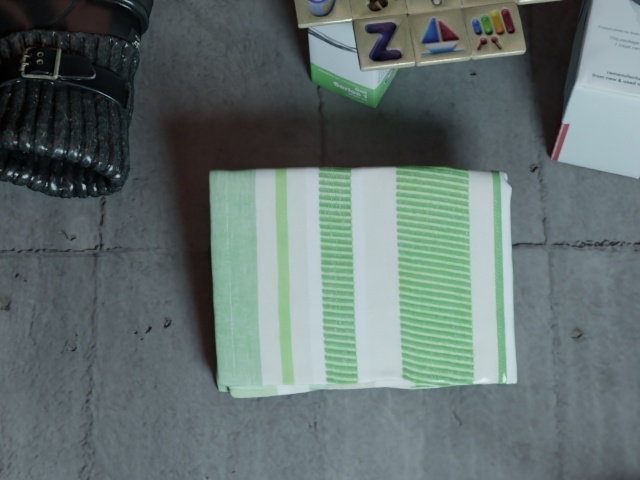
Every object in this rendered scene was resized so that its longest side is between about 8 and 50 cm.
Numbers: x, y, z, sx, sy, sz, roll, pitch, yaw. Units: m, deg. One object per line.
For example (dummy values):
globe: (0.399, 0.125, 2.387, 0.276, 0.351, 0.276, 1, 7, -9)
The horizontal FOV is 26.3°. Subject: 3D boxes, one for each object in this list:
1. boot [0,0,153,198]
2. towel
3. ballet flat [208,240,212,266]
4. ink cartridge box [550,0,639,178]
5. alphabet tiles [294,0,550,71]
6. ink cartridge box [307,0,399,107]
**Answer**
boot: (-0.370, -0.195, 1.561, 0.348, 0.131, 0.260, 8, 70, 4)
towel: (0.046, 0.042, 1.475, 0.325, 0.038, 0.247, -2, 89, 2)
ballet flat: (0.000, 0.000, 1.525, 0.250, 0.058, 0.084, -11, 91, 3)
ink cartridge box: (0.346, -0.236, 1.525, 0.114, 0.197, 0.272, 13, 70, 6)
alphabet tiles: (0.101, -0.339, 1.438, 0.285, 0.011, 0.342, -7, 71, -4)
ink cartridge box: (0.059, -0.274, 1.534, 0.093, 0.219, 0.160, 26, 72, 11)
